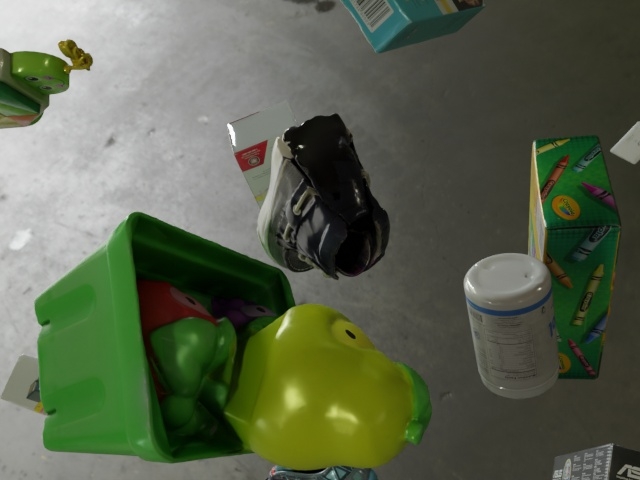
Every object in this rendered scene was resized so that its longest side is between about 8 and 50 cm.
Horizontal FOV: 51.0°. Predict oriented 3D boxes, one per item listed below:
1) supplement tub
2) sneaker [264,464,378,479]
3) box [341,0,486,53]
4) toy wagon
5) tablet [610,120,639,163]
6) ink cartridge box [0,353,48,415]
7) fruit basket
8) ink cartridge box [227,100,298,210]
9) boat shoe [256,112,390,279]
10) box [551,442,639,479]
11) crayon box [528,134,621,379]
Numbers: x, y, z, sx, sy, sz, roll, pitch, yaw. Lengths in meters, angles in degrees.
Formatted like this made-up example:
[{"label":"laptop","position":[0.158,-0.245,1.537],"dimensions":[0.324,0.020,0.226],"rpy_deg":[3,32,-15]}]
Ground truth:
[{"label":"supplement tub","position":[0.162,0.071,0.567],"dimensions":[0.071,0.107,0.071],"rpy_deg":[-13,30,7]},{"label":"sneaker","position":[-0.043,0.372,1.019],"dimensions":[0.262,0.104,0.125],"rpy_deg":[-23,92,9]},{"label":"box","position":[0.122,-0.312,0.860],"dimensions":[0.060,0.100,0.244],"rpy_deg":[-34,-1,40]},{"label":"toy wagon","position":[-0.466,-0.203,0.862],"dimensions":[0.344,0.267,0.068],"rpy_deg":[-3,83,7]},{"label":"tablet","position":[0.586,-0.182,1.245],"dimensions":[0.083,0.006,0.054],"rpy_deg":[-45,54,-5]},{"label":"ink cartridge box","position":[-0.447,0.293,1.241],"dimensions":[0.212,0.154,0.093],"rpy_deg":[15,71,18]},{"label":"fruit basket","position":[-0.072,0.130,0.754],"dimensions":[0.392,0.392,0.282],"rpy_deg":[-14,72,7]},{"label":"ink cartridge box","position":[-0.081,-0.145,1.274],"dimensions":[0.128,0.176,0.127],"rpy_deg":[-22,37,1]},{"label":"boat shoe","position":[0.000,0.000,0.874],"dimensions":[0.127,0.340,0.158],"rpy_deg":[-20,66,-12]},{"label":"box","position":[0.432,0.323,0.848],"dimensions":[0.216,0.270,0.060],"rpy_deg":[14,70,11]},{"label":"crayon box","position":[0.312,0.029,0.851],"dimensions":[0.081,0.278,0.165],"rpy_deg":[-2,43,13]}]
